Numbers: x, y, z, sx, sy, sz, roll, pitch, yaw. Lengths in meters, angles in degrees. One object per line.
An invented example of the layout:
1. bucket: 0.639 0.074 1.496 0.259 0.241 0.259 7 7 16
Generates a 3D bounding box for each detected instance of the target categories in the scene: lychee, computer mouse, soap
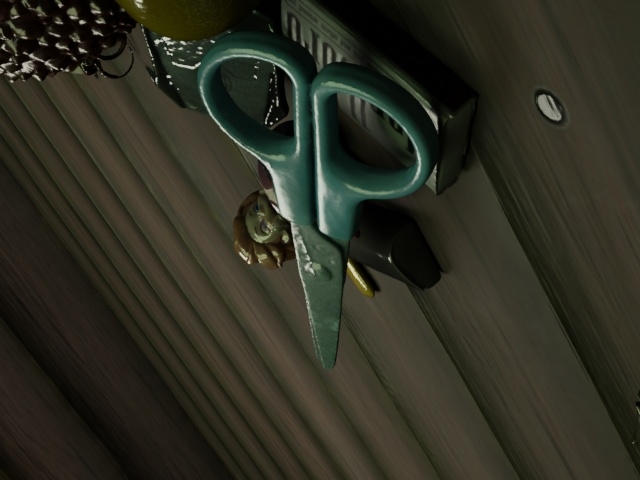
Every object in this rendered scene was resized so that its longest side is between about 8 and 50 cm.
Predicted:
1. lychee: -0.237 -0.264 0.965 0.271 0.271 0.271 45 162 19
2. computer mouse: -0.083 -0.171 0.976 0.126 0.071 0.231 14 163 7
3. soap: 0.033 0.027 1.225 0.089 0.012 0.034 56 162 -16

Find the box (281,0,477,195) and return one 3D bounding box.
1. box: 0.042 -0.123 0.863 0.177 0.036 0.115 43 162 21

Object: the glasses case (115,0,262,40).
1. glasses case: -0.088 -0.255 0.683 0.141 0.173 0.371 49 163 16

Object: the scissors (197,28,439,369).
1. scissors: 0.000 0.000 0.958 0.193 0.029 0.447 21 148 15

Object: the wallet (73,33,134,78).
1. wallet: -0.374 -0.348 1.405 0.275 0.068 0.335 10 130 59

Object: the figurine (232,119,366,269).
1. figurine: -0.019 -0.032 1.055 0.126 0.114 0.157 61 149 26

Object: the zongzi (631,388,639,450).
1. zongzi: 0.288 0.156 0.799 0.130 0.062 0.154 28 160 25

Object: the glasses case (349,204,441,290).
1. glasses case: 0.041 -0.003 1.107 0.191 0.042 0.072 24 156 55
